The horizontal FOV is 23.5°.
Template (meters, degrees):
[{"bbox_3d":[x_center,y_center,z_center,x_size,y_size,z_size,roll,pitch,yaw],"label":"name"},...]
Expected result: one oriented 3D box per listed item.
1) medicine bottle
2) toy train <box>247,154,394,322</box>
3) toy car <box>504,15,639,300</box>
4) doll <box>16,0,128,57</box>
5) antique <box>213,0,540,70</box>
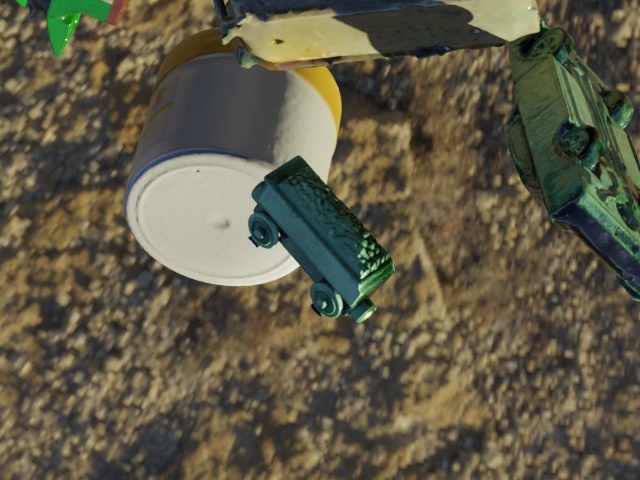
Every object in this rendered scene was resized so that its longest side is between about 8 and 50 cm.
[{"bbox_3d":[-0.105,-0.101,1.875,0.237,0.232,0.238,6,138,6],"label":"medicine bottle"},{"bbox_3d":[0.000,0.000,1.496,0.172,0.070,0.099,48,142,9],"label":"toy train"},{"bbox_3d":[0.235,-0.083,1.420,0.097,0.321,0.141,-38,119,23],"label":"toy car"},{"bbox_3d":[-0.191,-0.215,1.010,0.134,0.106,0.186,-18,131,41],"label":"doll"},{"bbox_3d":[0.046,-0.233,1.377,0.284,0.125,0.150,-13,70,7],"label":"antique"}]
